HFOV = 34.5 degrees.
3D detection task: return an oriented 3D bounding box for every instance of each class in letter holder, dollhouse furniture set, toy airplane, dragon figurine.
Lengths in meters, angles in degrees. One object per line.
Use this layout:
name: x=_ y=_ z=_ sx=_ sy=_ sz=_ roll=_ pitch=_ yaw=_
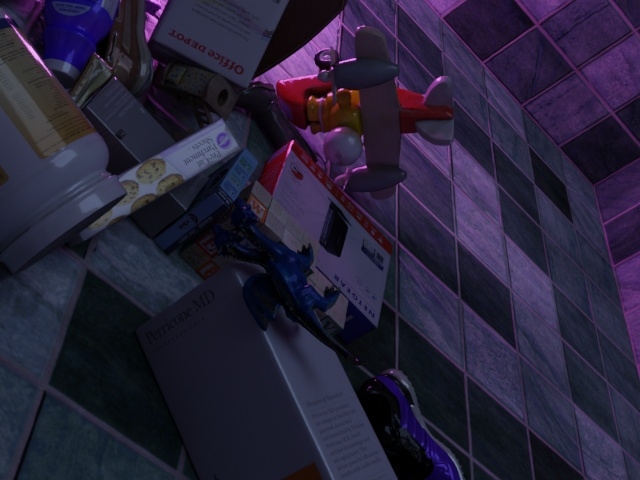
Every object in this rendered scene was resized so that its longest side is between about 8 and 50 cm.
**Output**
letter holder: x=-0.108 y=-0.489 z=2.196 sx=0.214 sy=0.302 sz=0.152 roll=54 pitch=10 yaw=-6
dollhouse furniture set: x=-0.278 y=-0.249 z=1.919 sx=0.182 sy=0.161 sz=0.101 roll=21 pitch=-11 yaw=26
toy airplane: x=0.112 y=-0.260 z=2.278 sx=0.386 sy=0.384 sz=0.272 roll=43 pitch=54 yaw=-17
dragon figurine: x=-0.053 y=0.073 z=1.465 sx=0.144 sy=0.085 sz=0.289 roll=2 pitch=55 yaw=-51

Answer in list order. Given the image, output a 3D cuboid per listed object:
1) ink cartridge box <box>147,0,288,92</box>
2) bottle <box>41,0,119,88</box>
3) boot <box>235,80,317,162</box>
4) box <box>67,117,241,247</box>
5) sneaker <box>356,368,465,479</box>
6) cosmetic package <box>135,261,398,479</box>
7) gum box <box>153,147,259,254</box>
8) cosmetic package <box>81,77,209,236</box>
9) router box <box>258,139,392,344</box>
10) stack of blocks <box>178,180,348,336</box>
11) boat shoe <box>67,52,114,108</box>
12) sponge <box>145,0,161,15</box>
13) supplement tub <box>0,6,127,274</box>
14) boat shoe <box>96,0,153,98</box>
ink cartridge box: x=-0.189 y=-0.444 z=1.983 sx=0.198 sy=0.270 sz=0.197 roll=27 pitch=-5 yaw=-16
bottle: x=-0.414 y=-0.399 z=1.776 sx=0.092 sy=0.118 sz=0.283 roll=82 pitch=20 yaw=-69
boot: x=-0.102 y=-0.241 z=2.239 sx=0.189 sy=0.076 sz=0.208 roll=-19 pitch=84 yaw=-60
box: x=-0.273 y=-0.095 z=1.637 sx=0.324 sy=0.063 sz=0.067 roll=-34 pitch=99 yaw=-32
sneaker: x=0.153 y=0.390 z=1.944 sx=0.146 sy=0.102 sz=0.293 roll=-9 pitch=64 yaw=-56
cosmetic package: x=-0.072 y=0.277 z=1.553 sx=0.161 sy=0.230 sz=0.453 roll=-4 pitch=63 yaw=-57
gum box: x=-0.197 y=-0.070 z=1.798 sx=0.041 sy=0.157 sz=0.184 roll=48 pitch=29 yaw=-15
cosmetic package: x=-0.314 y=-0.138 z=1.742 sx=0.238 sy=0.107 sz=0.127 roll=44 pitch=32 yaw=-15
router box: x=0.000 y=0.000 z=2.116 sx=0.335 sy=0.082 sz=0.301 roll=46 pitch=29 yaw=-19
stack of blocks: x=-0.082 y=0.058 z=1.832 sx=0.297 sy=0.171 sz=0.087 roll=46 pitch=30 yaw=-21
boat shoe: x=-0.406 y=-0.244 z=1.698 sx=0.048 sy=0.056 sz=0.153 roll=47 pitch=71 yaw=-19
sponge: x=-0.417 y=-0.544 z=2.086 sx=0.210 sy=0.031 sz=0.117 roll=21 pitch=44 yaw=-47
supplement tub: x=-0.435 y=-0.134 z=1.411 sx=0.316 sy=0.228 sz=0.228 roll=54 pitch=28 yaw=-5
boat shoe: x=-0.393 y=-0.405 z=1.885 sx=0.116 sy=0.123 sz=0.324 roll=17 pitch=45 yaw=-48
